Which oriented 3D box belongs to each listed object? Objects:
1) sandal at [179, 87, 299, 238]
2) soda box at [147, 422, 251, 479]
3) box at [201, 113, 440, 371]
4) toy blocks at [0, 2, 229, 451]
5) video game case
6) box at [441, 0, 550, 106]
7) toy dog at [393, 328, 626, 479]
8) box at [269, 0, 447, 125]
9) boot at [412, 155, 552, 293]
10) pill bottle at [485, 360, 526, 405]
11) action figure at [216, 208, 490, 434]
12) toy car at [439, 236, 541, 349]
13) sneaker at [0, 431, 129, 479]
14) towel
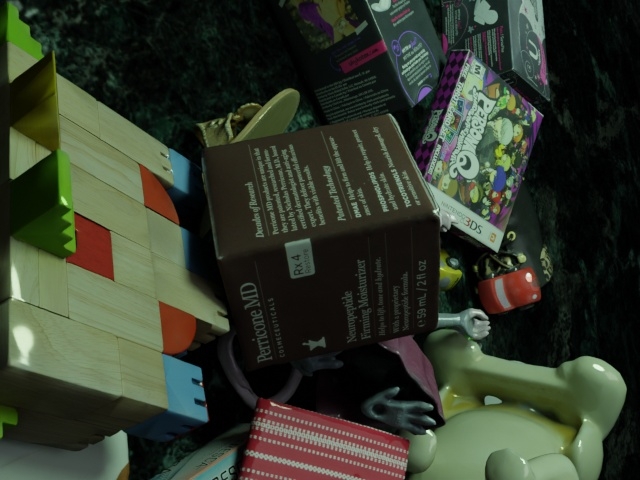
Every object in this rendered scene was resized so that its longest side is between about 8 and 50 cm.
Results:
[{"bbox_3d":[-0.118,-0.102,0.890,0.240,0.079,0.088,-56,167,-24],"label":"sandal"},{"bbox_3d":[-0.113,0.248,0.807,0.183,0.063,0.058,-21,96,-52],"label":"soda box"},{"bbox_3d":[0.000,0.000,0.792,0.167,0.203,0.168,-107,-173,-46],"label":"box"},{"bbox_3d":[-0.188,0.025,0.666,0.261,0.190,0.381,35,34,-50],"label":"toy blocks"},{"bbox_3d":[0.224,-0.124,1.144,0.210,0.042,0.232,27,79,-41],"label":"video game case"},{"bbox_3d":[0.327,-0.377,1.465,0.163,0.142,0.247,20,66,-47],"label":"box"},{"bbox_3d":[0.193,0.371,1.036,0.408,0.284,0.395,-49,148,-46],"label":"toy dog"},{"bbox_3d":[0.048,-0.312,1.094,0.165,0.143,0.270,-46,116,-49],"label":"box"},{"bbox_3d":[0.273,-0.034,1.318,0.377,0.138,0.284,-28,102,-57],"label":"boot"},{"bbox_3d":[0.341,0.266,1.336,0.193,0.108,0.108,29,59,-44],"label":"pill bottle"},{"bbox_3d":[0.067,0.090,1.018,0.370,0.275,0.248,-75,148,-58],"label":"action figure"},{"bbox_3d":[0.209,0.118,1.180,0.053,0.239,0.225,-14,116,-37],"label":"toy car"},{"bbox_3d":[-0.256,0.209,0.602,0.290,0.106,0.123,-9,85,-53],"label":"sneaker"},{"bbox_3d":[-0.010,0.320,0.807,0.199,0.031,0.275,21,68,-25],"label":"towel"}]
